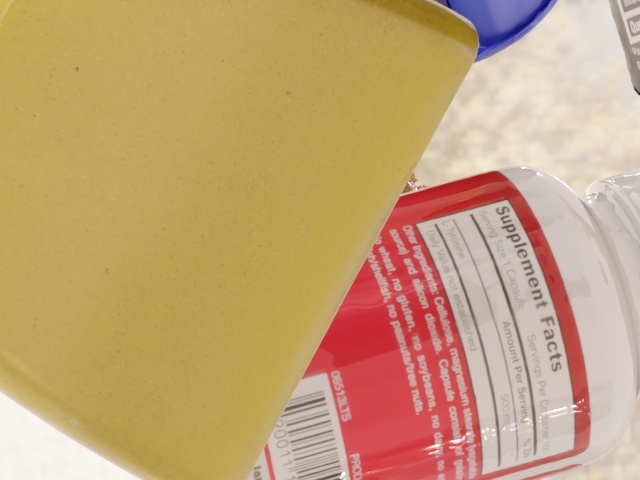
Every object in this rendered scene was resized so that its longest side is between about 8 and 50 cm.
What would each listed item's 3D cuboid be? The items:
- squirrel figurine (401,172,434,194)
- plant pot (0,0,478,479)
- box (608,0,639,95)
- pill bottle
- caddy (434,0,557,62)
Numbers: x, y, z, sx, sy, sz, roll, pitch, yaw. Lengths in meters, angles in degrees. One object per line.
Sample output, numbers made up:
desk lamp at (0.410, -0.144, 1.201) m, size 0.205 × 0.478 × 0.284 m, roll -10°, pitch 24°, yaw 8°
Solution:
squirrel figurine at (0.000, 0.000, 1.724) m, size 0.370 × 0.397 × 0.281 m, roll 49°, pitch 59°, yaw -23°
plant pot at (-0.110, -0.051, 0.702) m, size 0.187 × 0.212 × 0.212 m, roll 26°, pitch 93°, yaw -53°
box at (0.215, -0.237, 0.734) m, size 0.294 × 0.182 × 0.296 m, roll 71°, pitch -18°, yaw -3°
pill bottle at (0.080, 0.077, 1.368) m, size 0.229 × 0.407 × 0.229 m, roll 165°, pitch -90°, yaw -80°
caddy at (0.113, -0.321, 1.731) m, size 0.179 × 0.241 × 0.341 m, roll 50°, pitch 43°, yaw -57°
